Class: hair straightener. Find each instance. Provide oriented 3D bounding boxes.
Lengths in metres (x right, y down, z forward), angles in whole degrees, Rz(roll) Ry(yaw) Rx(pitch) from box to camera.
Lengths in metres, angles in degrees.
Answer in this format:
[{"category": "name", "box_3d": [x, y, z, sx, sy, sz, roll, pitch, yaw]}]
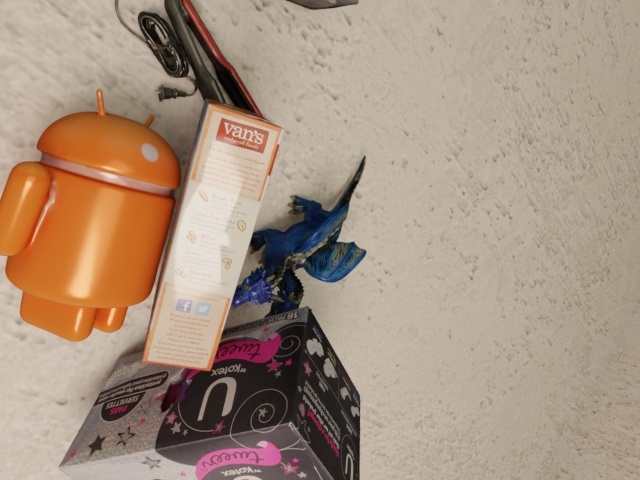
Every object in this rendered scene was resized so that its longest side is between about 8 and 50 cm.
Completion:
[{"category": "hair straightener", "box_3d": [-0.139, -0.185, 0.474, 0.089, 0.047, 0.230, -41, 123, -21]}]

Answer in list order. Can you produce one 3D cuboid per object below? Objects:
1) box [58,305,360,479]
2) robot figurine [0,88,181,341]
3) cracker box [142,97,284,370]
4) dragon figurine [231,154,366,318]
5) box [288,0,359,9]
[{"category": "box", "box_3d": [-0.099, 0.196, 0.467, 0.247, 0.142, 0.163, -18, 122, 15]}, {"category": "robot figurine", "box_3d": [-0.207, -0.022, 0.416, 0.158, 0.128, 0.219, 14, 94, -37]}, {"category": "cracker box", "box_3d": [-0.111, -0.016, 0.443, 0.067, 0.156, 0.232, 14, 105, -19]}, {"category": "dragon figurine", "box_3d": [0.000, 0.000, 0.566, 0.289, 0.144, 0.085, -36, 121, -24]}, {"category": "box", "box_3d": [-0.071, -0.456, 0.392, 0.318, 0.097, 0.395, -7, 109, -47]}]
